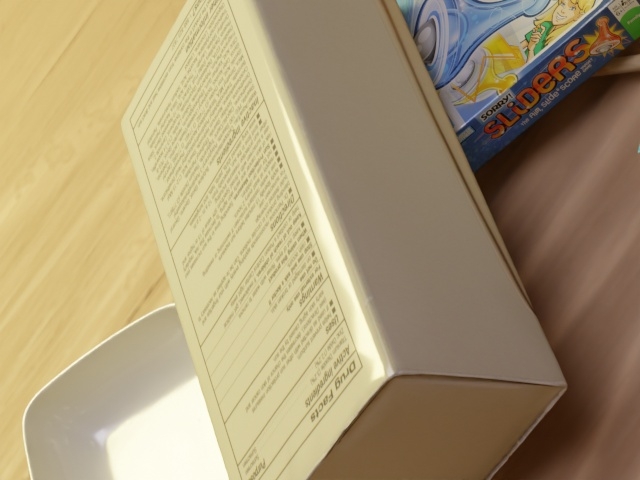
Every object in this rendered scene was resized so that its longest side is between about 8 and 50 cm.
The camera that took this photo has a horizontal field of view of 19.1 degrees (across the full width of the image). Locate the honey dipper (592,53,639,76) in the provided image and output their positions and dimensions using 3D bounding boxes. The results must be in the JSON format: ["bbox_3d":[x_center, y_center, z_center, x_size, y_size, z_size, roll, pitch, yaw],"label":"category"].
[{"bbox_3d":[0.166,-0.099,1.064,0.161,0.030,0.030,-3,65,37],"label":"honey dipper"}]

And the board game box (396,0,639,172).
[{"bbox_3d":[0.095,-0.147,1.114,0.136,0.035,0.201,-40,42,10],"label":"board game box"}]

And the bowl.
[{"bbox_3d":[-0.098,0.122,1.111,0.142,0.053,0.142,-35,51,16],"label":"bowl"}]

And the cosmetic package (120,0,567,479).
[{"bbox_3d":[0.000,0.000,1.033,0.160,0.113,0.309,-54,43,39],"label":"cosmetic package"}]

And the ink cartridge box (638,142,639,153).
[{"bbox_3d":[0.230,-0.108,0.958,0.090,0.092,0.143,133,152,-69],"label":"ink cartridge box"}]
